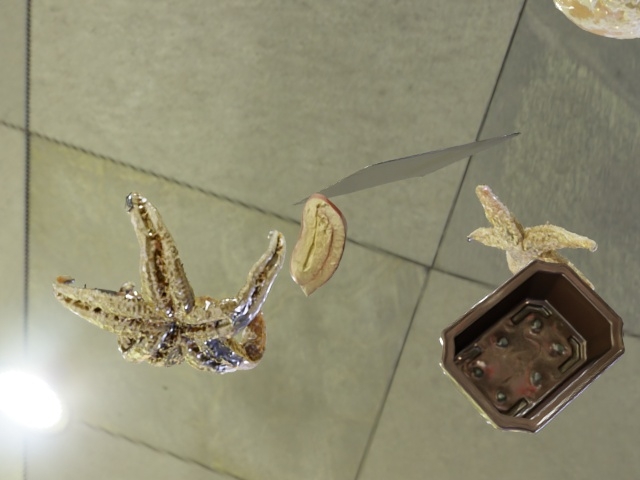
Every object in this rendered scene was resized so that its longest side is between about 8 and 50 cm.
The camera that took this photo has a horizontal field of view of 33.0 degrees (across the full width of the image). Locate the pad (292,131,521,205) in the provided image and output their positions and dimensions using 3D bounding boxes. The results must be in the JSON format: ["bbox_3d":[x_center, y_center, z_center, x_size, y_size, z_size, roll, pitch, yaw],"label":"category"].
[{"bbox_3d":[0.122,-0.109,1.702,0.367,0.248,0.007,158,99,-70],"label":"pad"}]

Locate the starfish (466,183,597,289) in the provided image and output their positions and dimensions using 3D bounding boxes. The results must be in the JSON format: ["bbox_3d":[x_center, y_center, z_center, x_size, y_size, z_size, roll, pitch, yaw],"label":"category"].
[{"bbox_3d":[0.333,0.002,1.687,0.231,0.048,0.295,17,154,34],"label":"starfish"}]

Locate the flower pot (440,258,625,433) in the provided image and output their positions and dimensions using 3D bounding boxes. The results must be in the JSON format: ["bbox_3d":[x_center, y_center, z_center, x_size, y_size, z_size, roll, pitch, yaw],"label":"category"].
[{"bbox_3d":[0.278,0.153,1.465,0.179,0.251,0.084,48,154,16],"label":"flower pot"}]

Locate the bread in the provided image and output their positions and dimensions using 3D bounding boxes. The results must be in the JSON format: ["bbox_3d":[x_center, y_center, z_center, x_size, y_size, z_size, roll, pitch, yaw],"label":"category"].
[{"bbox_3d":[0.001,0.000,1.466,0.067,0.192,0.119,13,103,1],"label":"bread"}]

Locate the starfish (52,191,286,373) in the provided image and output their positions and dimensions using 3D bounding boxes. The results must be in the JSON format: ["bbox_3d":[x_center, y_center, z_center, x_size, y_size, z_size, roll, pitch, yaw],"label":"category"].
[{"bbox_3d":[-0.125,0.038,0.857,0.190,0.074,0.146,6,128,2],"label":"starfish"}]

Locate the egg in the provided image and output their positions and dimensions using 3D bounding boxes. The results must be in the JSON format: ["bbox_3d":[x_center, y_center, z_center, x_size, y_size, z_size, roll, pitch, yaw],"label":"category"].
[{"bbox_3d":[0.411,-0.393,1.518,0.203,0.245,0.203,-16,142,-13],"label":"egg"}]
